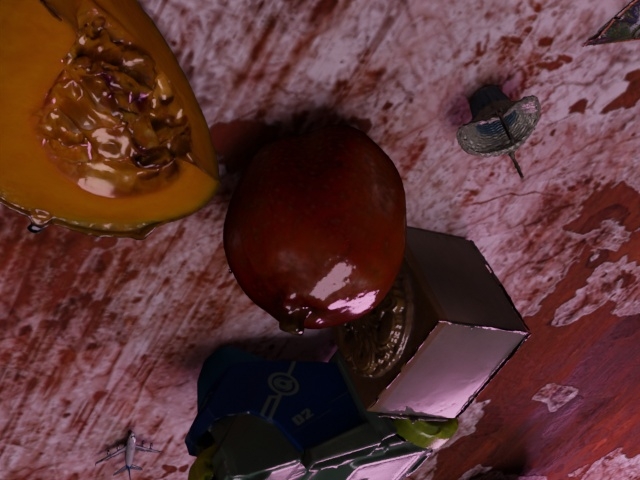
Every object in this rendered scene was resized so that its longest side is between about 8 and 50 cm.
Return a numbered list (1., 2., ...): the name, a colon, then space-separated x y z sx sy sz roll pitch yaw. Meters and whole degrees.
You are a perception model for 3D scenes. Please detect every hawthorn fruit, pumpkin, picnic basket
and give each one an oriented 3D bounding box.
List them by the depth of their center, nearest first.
1. pumpkin: -0.198 -0.113 0.652 0.163 0.111 0.278 -19 143 16
2. hawthorn fruit: 0.000 0.000 0.788 0.169 0.188 0.169 1 141 1
3. picnic basket: 0.168 -0.102 0.849 0.083 0.083 0.065 -24 144 2

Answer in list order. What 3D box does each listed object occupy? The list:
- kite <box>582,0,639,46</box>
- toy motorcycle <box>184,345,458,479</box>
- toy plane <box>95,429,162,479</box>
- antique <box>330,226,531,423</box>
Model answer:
1. kite: 0.351 -0.241 0.851 0.241 0.014 0.183 -37 137 14
2. toy motorcycle: -0.027 0.203 0.994 0.326 0.200 0.191 5 131 -45
3. toy plane: -0.217 0.242 1.051 0.077 0.024 0.084 -5 128 -22
4. antique: 0.100 0.087 0.957 0.147 0.152 0.147 12 126 -33
